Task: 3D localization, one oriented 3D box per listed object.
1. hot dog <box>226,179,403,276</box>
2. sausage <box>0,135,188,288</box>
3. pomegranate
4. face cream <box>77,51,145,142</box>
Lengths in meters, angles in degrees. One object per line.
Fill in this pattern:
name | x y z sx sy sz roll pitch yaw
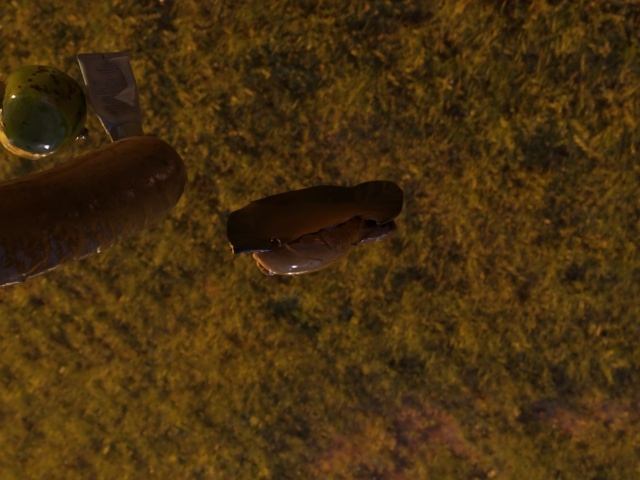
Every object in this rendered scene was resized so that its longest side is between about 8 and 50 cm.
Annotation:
hot dog | -0.003 -0.003 1.598 0.326 0.194 0.107 -5 127 -6
sausage | -0.351 -0.021 1.050 0.123 0.501 0.136 -26 89 44
pomegranate | -0.593 -0.255 1.796 0.198 0.246 0.198 16 112 46
face cream | -0.427 -0.293 1.866 0.070 0.114 0.224 -37 69 52
